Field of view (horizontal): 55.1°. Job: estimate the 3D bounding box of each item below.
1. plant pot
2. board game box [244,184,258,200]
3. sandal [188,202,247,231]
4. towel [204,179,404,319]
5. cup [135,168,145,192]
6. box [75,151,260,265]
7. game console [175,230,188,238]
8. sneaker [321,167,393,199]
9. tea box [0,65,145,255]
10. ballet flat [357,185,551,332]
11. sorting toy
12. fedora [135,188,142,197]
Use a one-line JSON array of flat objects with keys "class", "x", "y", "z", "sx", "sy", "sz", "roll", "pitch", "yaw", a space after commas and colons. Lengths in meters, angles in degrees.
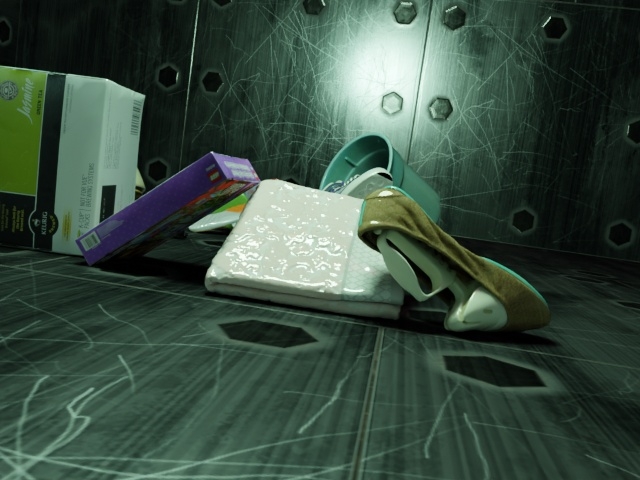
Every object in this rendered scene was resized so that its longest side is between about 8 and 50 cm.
[{"class": "plant pot", "x": 0.230, "y": -0.153, "z": 2.174, "sx": 0.334, "sy": 0.341, "sz": 0.341, "roll": 29, "pitch": -8, "yaw": -34}, {"class": "board game box", "x": -0.404, "y": -0.145, "z": 2.212, "sx": 0.319, "sy": 0.066, "sz": 0.318, "roll": -10, "pitch": 3, "yaw": 7}, {"class": "sandal", "x": -0.271, "y": -0.051, "z": 1.885, "sx": 0.265, "sy": 0.076, "sz": 0.102, "roll": -15, "pitch": 28, "yaw": -15}, {"class": "towel", "x": 0.000, "y": 0.000, "z": 1.064, "sx": 0.317, "sy": 0.053, "sz": 0.332, "roll": 8, "pitch": 32, "yaw": 7}, {"class": "cup", "x": -0.666, "y": -0.220, "z": 1.660, "sx": 0.331, "sy": 0.237, "sz": 0.331, "roll": -13, "pitch": -1, "yaw": 0}, {"class": "box", "x": -0.267, "y": -0.057, "z": 1.118, "sx": 0.293, "sy": 0.057, "sz": 0.201, "roll": -30, "pitch": -1, "yaw": 11}, {"class": "game console", "x": -0.411, "y": -0.054, "z": 1.620, "sx": 0.122, "sy": 0.071, "sz": 0.107, "roll": 16, "pitch": 5, "yaw": -2}, {"class": "sneaker", "x": 0.087, "y": -0.154, "z": 1.923, "sx": 0.130, "sy": 0.323, "sz": 0.236, "roll": 24, "pitch": 33, "yaw": -25}, {"class": "tea box", "x": -0.549, "y": -0.158, "z": 1.213, "sx": 0.324, "sy": 0.329, "sz": 0.220, "roll": 8, "pitch": 6, "yaw": 1}, {"class": "ballet flat", "x": 0.190, "y": 0.057, "z": 0.923, "sx": 0.342, "sy": 0.124, "sz": 0.116, "roll": 40, "pitch": -39, "yaw": -4}, {"class": "sorting toy", "x": -0.255, "y": -0.111, "z": 2.007, "sx": 0.366, "sy": 0.127, "sz": 0.126, "roll": -12, "pitch": 3, "yaw": 9}, {"class": "fedora", "x": -0.562, "y": -0.083, "z": 1.626, "sx": 0.194, "sy": 0.079, "sz": 0.194, "roll": -13, "pitch": 0, "yaw": 0}]
